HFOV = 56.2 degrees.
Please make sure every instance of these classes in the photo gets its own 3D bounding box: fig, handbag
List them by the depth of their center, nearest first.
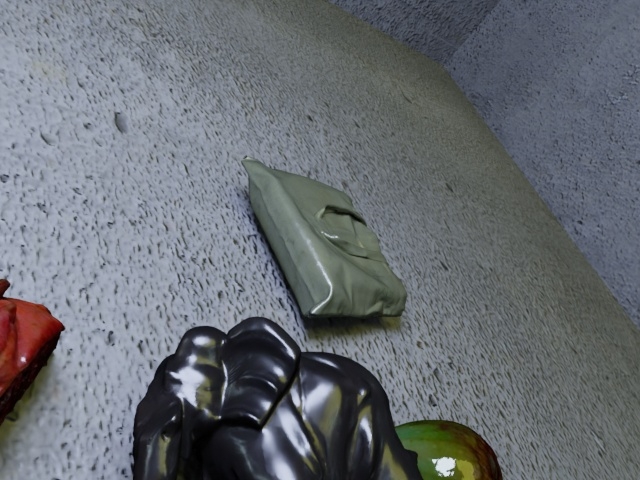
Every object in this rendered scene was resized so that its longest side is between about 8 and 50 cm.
[{"bbox_3d":[0.142,0.315,0.751,0.191,0.180,0.181,23,27,17],"label":"fig"},{"bbox_3d":[0.004,0.003,1.033,0.253,0.109,0.315,10,43,-49],"label":"handbag"}]

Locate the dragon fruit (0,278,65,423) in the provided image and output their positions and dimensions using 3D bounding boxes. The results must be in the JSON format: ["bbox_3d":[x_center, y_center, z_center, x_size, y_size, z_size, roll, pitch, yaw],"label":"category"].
[{"bbox_3d":[-0.353,0.101,0.474,0.205,0.152,0.317,33,33,-12],"label":"dragon fruit"}]

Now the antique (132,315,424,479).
[{"bbox_3d":[-0.042,0.224,0.637,0.322,0.185,0.255,12,46,-30],"label":"antique"}]
